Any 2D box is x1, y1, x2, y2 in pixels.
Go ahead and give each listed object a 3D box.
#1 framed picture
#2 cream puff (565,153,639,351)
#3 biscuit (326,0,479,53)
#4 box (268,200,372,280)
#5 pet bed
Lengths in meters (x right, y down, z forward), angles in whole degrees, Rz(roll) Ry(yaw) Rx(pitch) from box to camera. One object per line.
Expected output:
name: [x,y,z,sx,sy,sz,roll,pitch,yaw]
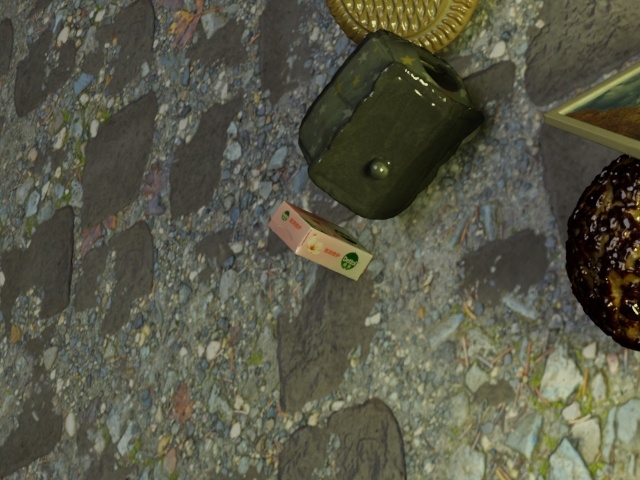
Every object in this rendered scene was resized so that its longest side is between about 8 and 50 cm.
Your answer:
framed picture: [0.390,-0.158,1.371,0.250,0.016,0.184,-28,33,-22]
cream puff: [0.361,0.001,1.333,0.239,0.165,0.239,-22,58,41]
biscuit: [0.112,-0.381,1.783,0.259,0.079,0.259,10,111,27]
box: [0.000,0.000,1.764,0.043,0.125,0.089,-57,42,10]
pet bed: [0.094,-0.145,1.685,0.211,0.183,0.159,-49,41,20]
